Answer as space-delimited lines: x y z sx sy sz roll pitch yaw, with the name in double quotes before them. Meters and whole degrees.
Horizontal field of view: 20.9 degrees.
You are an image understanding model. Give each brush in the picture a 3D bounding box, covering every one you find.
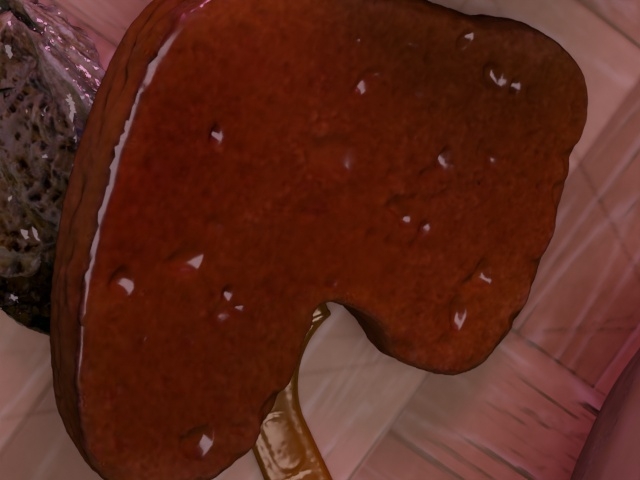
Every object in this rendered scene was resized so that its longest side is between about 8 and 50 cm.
"brush" -0.017 0.117 0.941 0.103 0.013 0.272 -24 101 -5

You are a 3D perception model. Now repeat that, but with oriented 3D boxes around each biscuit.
"biscuit" -0.001 0.000 0.877 0.277 0.052 0.262 5 100 -31

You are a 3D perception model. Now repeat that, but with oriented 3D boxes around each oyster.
"oyster" -0.140 -0.040 0.879 0.125 0.064 0.177 15 105 3

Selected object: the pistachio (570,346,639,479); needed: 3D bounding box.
"pistachio" 0.235 0.129 0.879 0.208 0.226 0.332 44 78 9
